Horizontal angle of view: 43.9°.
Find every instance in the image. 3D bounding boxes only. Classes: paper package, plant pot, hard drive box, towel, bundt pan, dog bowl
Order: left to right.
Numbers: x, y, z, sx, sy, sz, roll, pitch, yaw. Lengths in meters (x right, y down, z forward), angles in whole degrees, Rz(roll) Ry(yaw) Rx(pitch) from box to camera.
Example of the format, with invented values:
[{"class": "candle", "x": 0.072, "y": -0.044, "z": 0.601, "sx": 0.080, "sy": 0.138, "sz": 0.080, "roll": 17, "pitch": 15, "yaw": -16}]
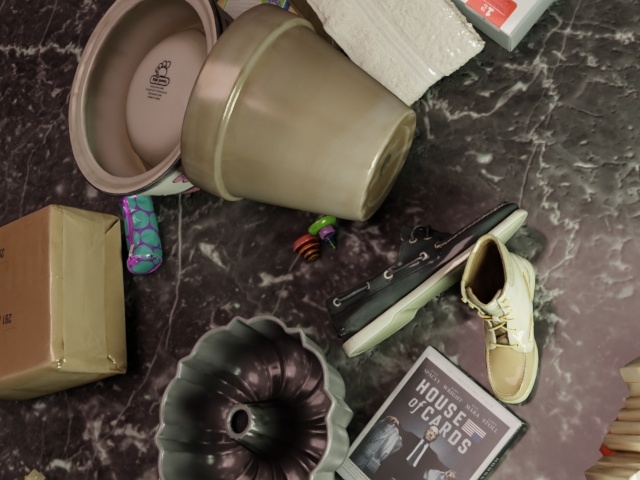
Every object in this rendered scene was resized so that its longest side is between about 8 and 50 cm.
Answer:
[{"class": "paper package", "x": -0.524, "y": 0.122, "z": 1.461, "sx": 0.325, "sy": 0.168, "sz": 0.309, "roll": -20, "pitch": 66, "yaw": 31}, {"class": "dog bowl", "x": -0.279, "y": -0.264, "z": 1.454, "sx": 0.408, "sy": 0.150, "sz": 0.407, "roll": -10, "pitch": 74, "yaw": 37}, {"class": "bundt pan", "x": -0.091, "y": 0.287, "z": 1.216, "sx": 0.331, "sy": 0.124, "sz": 0.330, "roll": -14, "pitch": 63, "yaw": 28}, {"class": "plant pot", "x": -0.014, "y": -0.171, "z": 1.257, "sx": 0.280, "sy": 0.323, "sz": 0.323, "roll": 26, "pitch": 88, "yaw": 14}, {"class": "towel", "x": 0.105, "y": -0.359, "z": 1.252, "sx": 0.282, "sy": 0.049, "sz": 0.187, "roll": 48, "pitch": 129, "yaw": -10}, {"class": "hard drive box", "x": 0.303, "y": -0.447, "z": 1.243, "sx": 0.181, "sy": 0.089, "sz": 0.232, "roll": 40, "pitch": 96, "yaw": 11}]

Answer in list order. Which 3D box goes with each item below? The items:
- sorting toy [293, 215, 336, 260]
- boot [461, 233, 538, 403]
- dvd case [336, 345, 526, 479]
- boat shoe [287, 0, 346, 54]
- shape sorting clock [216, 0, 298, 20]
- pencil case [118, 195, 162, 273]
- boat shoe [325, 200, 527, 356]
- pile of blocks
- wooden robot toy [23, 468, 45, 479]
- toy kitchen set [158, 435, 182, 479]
[{"class": "sorting toy", "x": 0.000, "y": 0.000, "z": 1.310, "sx": 0.102, "sy": 0.061, "sz": 0.042, "roll": -44, "pitch": 70, "yaw": 41}, {"class": "boot", "x": 0.243, "y": 0.109, "z": 1.082, "sx": 0.077, "sy": 0.165, "sz": 0.213, "roll": -1, "pitch": 75, "yaw": 27}, {"class": "dvd case", "x": 0.153, "y": 0.299, "z": 1.150, "sx": 0.179, "sy": 0.030, "sz": 0.238, "roll": 39, "pitch": 95, "yaw": 32}, {"class": "boat shoe", "x": 0.004, "y": -0.457, "z": 1.427, "sx": 0.103, "sy": 0.113, "sz": 0.302, "roll": -17, "pitch": 71, "yaw": -19}, {"class": "shape sorting clock", "x": -0.124, "y": -0.428, "z": 1.522, "sx": 0.206, "sy": 0.040, "sz": 0.206, "roll": -9, "pitch": 67, "yaw": 22}, {"class": "pencil case", "x": -0.339, "y": -0.017, "z": 1.490, "sx": 0.065, "sy": 0.070, "sz": 0.151, "roll": -28, "pitch": 62, "yaw": 24}, {"class": "boat shoe", "x": 0.145, "y": 0.034, "z": 1.183, "sx": 0.340, "sy": 0.127, "sz": 0.113, "roll": -42, "pitch": 71, "yaw": 21}, {"class": "pile of blocks", "x": 0.401, "y": 0.294, "z": 0.983, "sx": 0.362, "sy": 0.149, "sz": 0.113, "roll": -60, "pitch": 12, "yaw": -20}, {"class": "wooden robot toy", "x": -0.544, "y": 0.501, "z": 1.452, "sx": 0.079, "sy": 0.076, "sz": 0.173, "roll": 38, "pitch": 94, "yaw": -4}, {"class": "toy kitchen set", "x": -0.231, "y": 0.363, "z": 1.316, "sx": 0.068, "sy": 0.083, "sz": 0.075, "roll": 2, "pitch": 70, "yaw": -15}]
